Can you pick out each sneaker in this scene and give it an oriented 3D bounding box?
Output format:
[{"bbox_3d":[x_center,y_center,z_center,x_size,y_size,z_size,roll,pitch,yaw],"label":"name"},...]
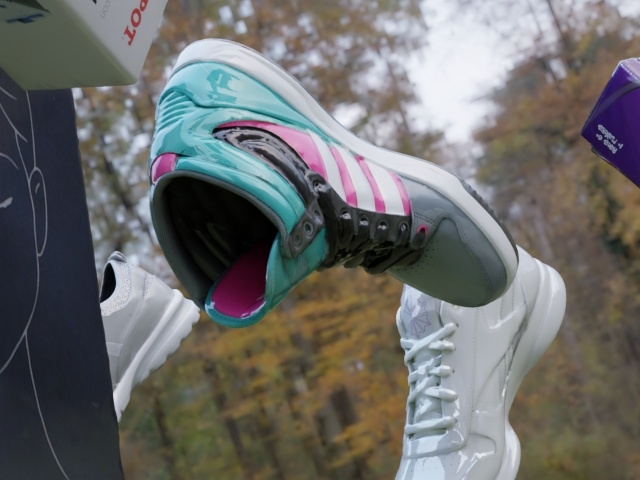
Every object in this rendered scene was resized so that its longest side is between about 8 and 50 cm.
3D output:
[{"bbox_3d":[-0.234,0.127,1.402,0.105,0.115,0.281,-36,13,48],"label":"sneaker"},{"bbox_3d":[0.000,0.000,1.046,0.124,0.296,0.178,-47,15,46],"label":"sneaker"},{"bbox_3d":[0.102,0.115,1.254,0.152,0.305,0.114,41,-39,-26],"label":"sneaker"}]

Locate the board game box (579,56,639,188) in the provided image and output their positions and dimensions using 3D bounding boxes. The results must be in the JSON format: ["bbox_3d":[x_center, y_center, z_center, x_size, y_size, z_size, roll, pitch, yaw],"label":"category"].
[{"bbox_3d":[0.296,0.029,0.634,0.208,0.347,0.056,-20,-35,-39],"label":"board game box"}]

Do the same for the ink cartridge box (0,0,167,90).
[{"bbox_3d":[-0.148,-0.184,0.742,0.082,0.139,0.190,0,-30,30],"label":"ink cartridge box"}]

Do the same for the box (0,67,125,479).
[{"bbox_3d":[-0.381,-0.037,0.868,0.297,0.471,0.480,-14,-14,24],"label":"box"}]
